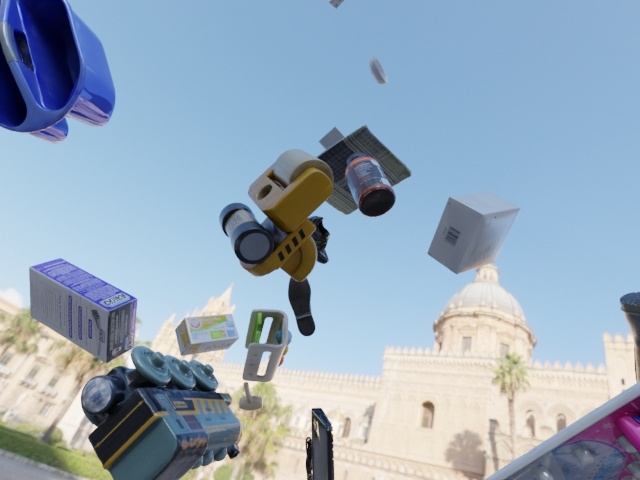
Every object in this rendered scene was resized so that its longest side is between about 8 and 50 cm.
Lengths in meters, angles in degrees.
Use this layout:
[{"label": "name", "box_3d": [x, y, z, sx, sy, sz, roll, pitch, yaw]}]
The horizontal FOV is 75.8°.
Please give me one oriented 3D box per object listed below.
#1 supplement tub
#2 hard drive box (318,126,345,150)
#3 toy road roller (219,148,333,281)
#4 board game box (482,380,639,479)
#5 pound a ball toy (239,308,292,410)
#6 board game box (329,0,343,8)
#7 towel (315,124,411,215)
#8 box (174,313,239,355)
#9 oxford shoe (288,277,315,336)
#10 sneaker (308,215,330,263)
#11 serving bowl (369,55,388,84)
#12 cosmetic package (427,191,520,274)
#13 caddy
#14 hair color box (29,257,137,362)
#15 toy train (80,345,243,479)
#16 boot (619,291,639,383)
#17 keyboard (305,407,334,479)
[{"label": "supplement tub", "box_3d": [0.129, -0.162, 1.135, 0.106, 0.197, 0.106, -9, -44, -9]}, {"label": "hard drive box", "box_3d": [0.112, -0.308, 1.607, 0.232, 0.089, 0.181, 50, 5, 9]}, {"label": "toy road roller", "box_3d": [-0.082, -0.047, 1.063, 0.240, 0.329, 0.202, 44, 0, -34]}, {"label": "board game box", "box_3d": [0.323, 0.351, 0.460, 0.390, 0.050, 0.390, 35, -69, -20]}, {"label": "pound a ball toy", "box_3d": [-0.172, 0.385, 1.297, 0.136, 0.208, 0.319, 6, -41, -11]}, {"label": "board game box", "box_3d": [0.085, -0.655, 0.998, 0.026, 0.103, 0.154, 26, -30, -29]}, {"label": "towel", "box_3d": [0.113, -0.232, 1.426, 0.312, 0.056, 0.324, -31, -38, 25]}, {"label": "box", "box_3d": [-0.435, 0.359, 1.579, 0.203, 0.114, 0.103, 3, -39, -44]}, {"label": "oxford shoe", "box_3d": [-0.064, 0.208, 1.340, 0.076, 0.212, 0.076, -7, -15, -6]}, {"label": "sneaker", "box_3d": [0.000, 0.000, 1.526, 0.078, 0.067, 0.188, -7, -79, 26]}, {"label": "serving bowl", "box_3d": [0.157, -0.467, 1.143, 0.027, 0.083, 0.083, -25, -52, 25]}, {"label": "cosmetic package", "box_3d": [0.512, -0.030, 1.376, 0.138, 0.225, 0.223, 41, -50, 40]}, {"label": "caddy", "box_3d": [-0.607, -0.381, 0.887, 0.242, 0.341, 0.179, -20, -9, 5]}, {"label": "hair color box", "box_3d": [-0.720, 0.204, 1.245, 0.339, 0.110, 0.185, 22, -67, 20]}, {"label": "toy train", "box_3d": [-0.241, 0.294, 0.682, 0.190, 0.142, 0.334, 44, -8, 25]}, {"label": "boot", "box_3d": [0.557, 0.186, 0.613, 0.190, 0.076, 0.208, -172, -117, -71]}, {"label": "keyboard", "box_3d": [0.001, 0.531, 0.898, 0.033, 0.316, 0.201, 1, -3, -18]}]
